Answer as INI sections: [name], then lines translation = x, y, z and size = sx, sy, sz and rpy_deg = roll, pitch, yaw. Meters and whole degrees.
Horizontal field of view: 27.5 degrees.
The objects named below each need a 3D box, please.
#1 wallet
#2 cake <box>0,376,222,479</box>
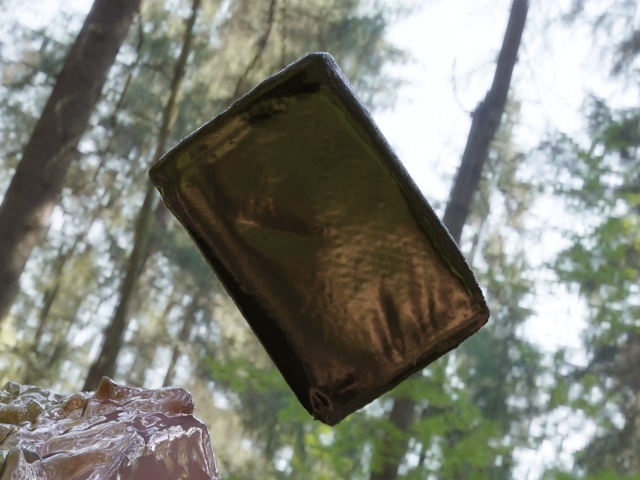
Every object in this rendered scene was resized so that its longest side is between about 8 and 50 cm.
[wallet]
translation = 0.000, 0.000, 0.984
size = 0.245, 0.168, 0.052
rpy_deg = 57, 4, 3
[cake]
translation = -0.228, 0.265, 0.849
size = 0.306, 0.314, 0.293
rpy_deg = -8, -70, 28
